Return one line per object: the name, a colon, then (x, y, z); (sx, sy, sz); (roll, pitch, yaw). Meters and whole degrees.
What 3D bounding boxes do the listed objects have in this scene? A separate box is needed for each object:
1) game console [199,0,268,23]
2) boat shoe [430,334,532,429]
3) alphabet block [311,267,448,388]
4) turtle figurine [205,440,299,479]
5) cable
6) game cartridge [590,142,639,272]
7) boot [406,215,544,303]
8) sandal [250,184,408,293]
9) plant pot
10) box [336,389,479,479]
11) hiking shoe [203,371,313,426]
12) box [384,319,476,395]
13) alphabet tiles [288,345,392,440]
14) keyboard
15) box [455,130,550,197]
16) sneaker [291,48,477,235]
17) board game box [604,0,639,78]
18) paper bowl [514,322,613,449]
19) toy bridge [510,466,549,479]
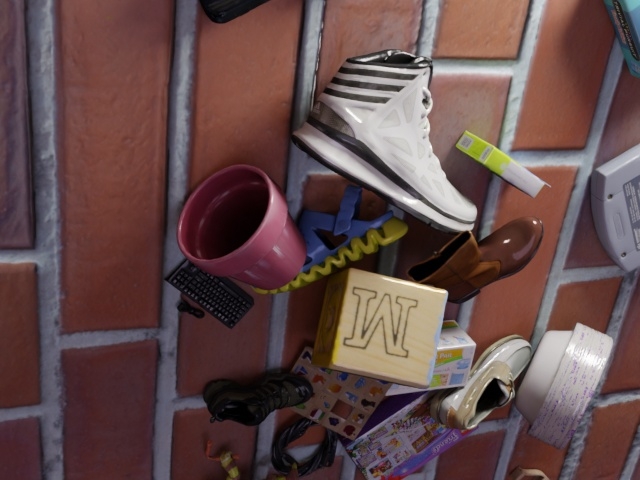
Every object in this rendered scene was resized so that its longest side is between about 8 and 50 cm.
game console: (-0.041, -0.481, 1.384); (0.361, 0.044, 0.213); (-29, 123, -6)
boat shoe: (0.388, 0.328, 1.942); (0.302, 0.103, 0.113); (-36, 123, -25)
alphabet block: (0.108, 0.171, 1.662); (0.197, 0.192, 0.193); (14, 79, -11)
turtle figurine: (-0.156, 0.536, 1.863); (0.218, 0.087, 0.269); (-5, 118, -10)
cable: (-0.033, 0.449, 1.915); (0.151, 0.047, 0.184); (-2, 123, -17)
game cartridge: (0.706, -0.075, 1.924); (0.198, 0.062, 0.297); (-27, 125, -2)
boot: (0.313, 0.013, 1.716); (0.264, 0.096, 0.280); (-32, 156, 12)
sandal: (0.000, 0.000, 1.643); (0.318, 0.126, 0.138); (-28, 88, 2)
plant pot: (-0.124, -0.006, 1.532); (0.201, 0.201, 0.180); (-42, 137, 3)
box: (0.205, 0.440, 1.997); (0.293, 0.057, 0.200); (-33, 124, -3)
hiking shoe: (-0.121, 0.337, 1.756); (0.227, 0.114, 0.086); (-5, 121, -12)
box: (0.217, 0.252, 1.868); (0.203, 0.103, 0.114); (-4, 118, -21)
alphabet tiles: (0.039, 0.294, 1.805); (0.198, 0.009, 0.237); (28, 114, -6)
keyboard: (-0.218, 0.109, 1.653); (0.108, 0.023, 0.180); (-44, 124, 5)
box: (0.361, -0.146, 1.701); (0.178, 0.109, 0.042); (28, 100, -33)
sneaker: (0.183, -0.185, 1.569); (0.448, 0.169, 0.257); (26, 99, -38)
board game box: (0.723, -0.507, 1.670); (0.336, 0.079, 0.253); (-37, 125, 0)
paper bowl: (0.544, 0.322, 1.972); (0.148, 0.284, 0.284); (24, 113, 14)
toy bridge: (0.576, 0.646, 2.291); (0.063, 0.026, 0.188); (-46, 125, 5)
